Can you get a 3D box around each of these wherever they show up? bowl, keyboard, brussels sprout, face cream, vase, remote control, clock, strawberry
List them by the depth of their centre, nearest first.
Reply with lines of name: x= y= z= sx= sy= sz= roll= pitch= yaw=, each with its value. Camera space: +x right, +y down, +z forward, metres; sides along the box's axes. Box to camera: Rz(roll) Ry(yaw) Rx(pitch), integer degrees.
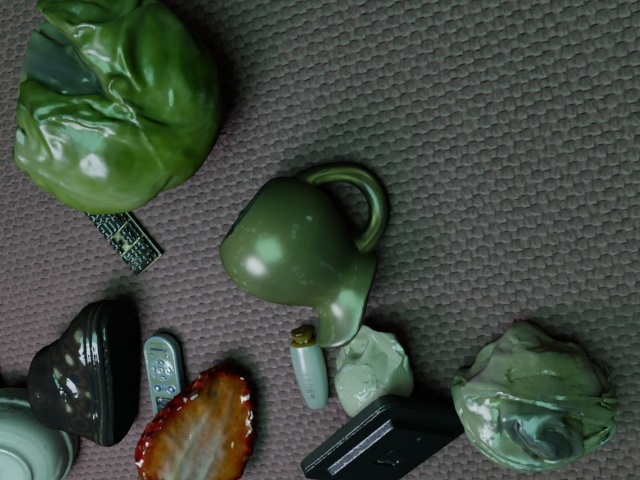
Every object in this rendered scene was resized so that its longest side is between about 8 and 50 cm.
brussels sprout: x=-0.363 y=-0.261 z=1.301 sx=0.361 sy=0.342 sz=0.425 roll=17 pitch=119 yaw=-16
vase: x=0.000 y=0.000 z=1.331 sx=0.302 sy=0.241 sz=0.329 roll=37 pitch=89 yaw=-8
clock: x=0.138 y=0.415 z=1.397 sx=0.273 sy=0.279 sz=0.049 roll=-47 pitch=44 yaw=26
face cream: x=-0.023 y=0.274 z=1.498 sx=0.072 sy=0.051 sz=0.182 roll=-6 pitch=106 yaw=22
keyboard: x=-0.482 y=-0.067 z=1.562 sx=0.106 sy=0.027 sz=0.317 roll=-39 pitch=91 yaw=26
strawberry: x=-0.280 y=0.429 z=1.580 sx=0.265 sy=0.149 sz=0.336 roll=23 pitch=94 yaw=-27
remote control: x=-0.361 y=0.332 z=1.638 sx=0.087 sy=0.047 sz=0.244 roll=1 pitch=107 yaw=16
bowl: x=-0.777 y=0.537 z=1.730 sx=0.307 sy=0.163 sz=0.307 roll=-2 pitch=110 yaw=-5

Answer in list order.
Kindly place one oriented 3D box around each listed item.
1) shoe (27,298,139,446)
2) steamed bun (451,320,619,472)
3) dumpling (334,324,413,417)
shoe: x=-0.561 y=0.295 z=1.627 sx=0.237 sy=0.171 sz=0.383 roll=12 pitch=118 yaw=11
steamed bun: x=0.393 y=0.320 z=1.285 sx=0.268 sy=0.207 sz=0.280 roll=43 pitch=117 yaw=1
dumpling: x=0.094 y=0.281 z=1.421 sx=0.193 sy=0.147 sz=0.258 roll=31 pitch=125 yaw=42
